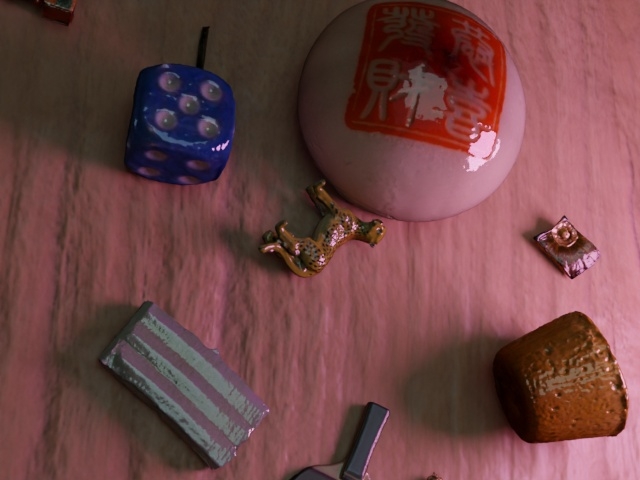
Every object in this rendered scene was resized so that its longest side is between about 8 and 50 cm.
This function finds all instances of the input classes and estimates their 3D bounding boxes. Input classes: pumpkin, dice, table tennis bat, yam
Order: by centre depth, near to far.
[{"bbox_3d":[0.029,0.368,1.527,0.173,0.022,0.301,27,65,-8],"label":"table tennis bat"},{"bbox_3d":[-0.209,-0.166,1.573,0.146,0.146,0.143,9,70,-17],"label":"dice"},{"bbox_3d":[-0.188,-0.293,1.702,0.014,0.014,0.107,12,68,-15],"label":"yam"},{"bbox_3d":[0.407,0.012,1.792,0.073,0.035,0.101,-41,91,-16],"label":"pumpkin"}]

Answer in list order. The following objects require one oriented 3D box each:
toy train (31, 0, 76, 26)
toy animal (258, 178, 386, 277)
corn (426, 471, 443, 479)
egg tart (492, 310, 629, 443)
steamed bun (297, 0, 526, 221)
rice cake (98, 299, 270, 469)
[{"bbox_3d":[-0.443,-0.405,1.623,0.176,0.074,0.118,15,70,-16],"label":"toy train"},{"bbox_3d":[0.000,0.000,1.631,0.136,0.073,0.181,46,59,-7],"label":"toy animal"},{"bbox_3d":[0.164,0.378,1.568,0.027,0.028,0.083,-4,65,25],"label":"corn"},{"bbox_3d":[0.351,0.219,1.619,0.147,0.202,0.202,-17,77,-10],"label":"egg tart"},{"bbox_3d":[0.155,-0.219,1.675,0.375,0.241,0.374,5,72,-17],"label":"steamed bun"},{"bbox_3d":[-0.189,0.198,1.502,0.237,0.043,0.127,42,61,-2],"label":"rice cake"}]
